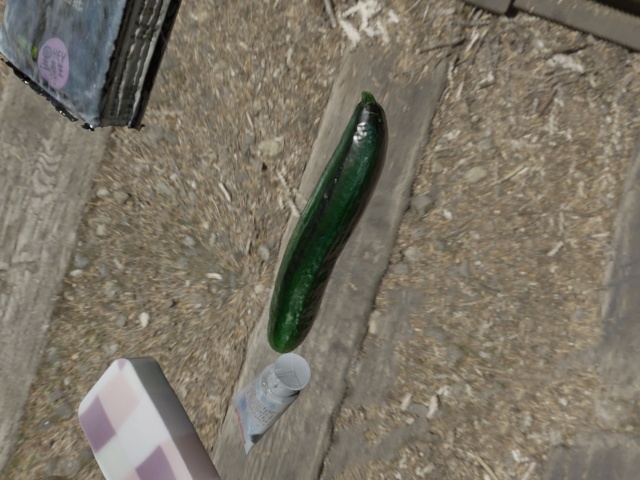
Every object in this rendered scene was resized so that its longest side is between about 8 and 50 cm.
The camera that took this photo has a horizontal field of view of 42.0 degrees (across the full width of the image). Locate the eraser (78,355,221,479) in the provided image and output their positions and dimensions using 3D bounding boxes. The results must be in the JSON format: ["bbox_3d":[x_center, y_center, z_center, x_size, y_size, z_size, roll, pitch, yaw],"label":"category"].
[{"bbox_3d":[-0.109,0.129,0.521,0.065,0.026,0.105,-49,62,24],"label":"eraser"}]

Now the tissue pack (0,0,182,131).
[{"bbox_3d":[-0.290,-0.357,1.099,0.259,0.122,0.361,38,118,28],"label":"tissue pack"}]

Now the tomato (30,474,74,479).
[{"bbox_3d":[-0.249,0.271,0.687,0.155,0.214,0.180,-33,89,-2],"label":"tomato"}]

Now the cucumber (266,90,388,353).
[{"bbox_3d":[0.000,0.000,0.732,0.056,0.056,0.284,19,125,-4],"label":"cucumber"}]

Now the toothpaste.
[{"bbox_3d":[-0.081,0.223,1.155,0.057,0.234,0.089,-4,63,-29],"label":"toothpaste"}]
